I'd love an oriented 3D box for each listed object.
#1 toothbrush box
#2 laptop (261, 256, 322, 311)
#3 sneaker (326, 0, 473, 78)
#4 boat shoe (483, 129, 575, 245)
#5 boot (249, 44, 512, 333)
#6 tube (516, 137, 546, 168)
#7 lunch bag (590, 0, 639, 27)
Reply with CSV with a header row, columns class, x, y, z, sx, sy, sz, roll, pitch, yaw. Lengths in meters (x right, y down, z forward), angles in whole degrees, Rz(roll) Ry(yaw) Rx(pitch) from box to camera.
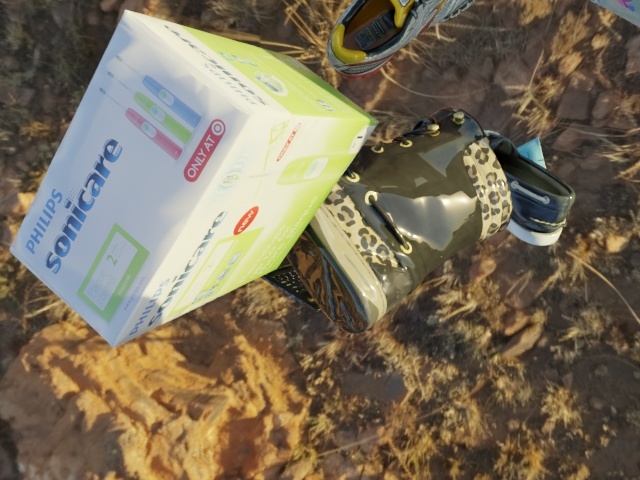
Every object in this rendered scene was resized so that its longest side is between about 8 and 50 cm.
class,x,y,z,sx,sy,sz,roll,pitch,yaw
toothbrush box,-0.088,-0.057,0.548,0.122,0.283,0.206,40,110,12
laptop,0.000,0.000,1.177,0.264,0.234,0.136,27,120,43
sneaker,0.100,-0.255,0.652,0.225,0.093,0.088,-42,93,12
boat shoe,0.276,-0.121,0.979,0.302,0.114,0.091,47,141,34
boot,0.056,-0.105,0.790,0.377,0.284,0.138,59,153,10
tube,0.297,-0.108,1.110,0.207,0.052,0.080,-21,74,34
lunch bag,0.582,-0.413,0.911,0.262,0.160,0.223,-32,60,-11
